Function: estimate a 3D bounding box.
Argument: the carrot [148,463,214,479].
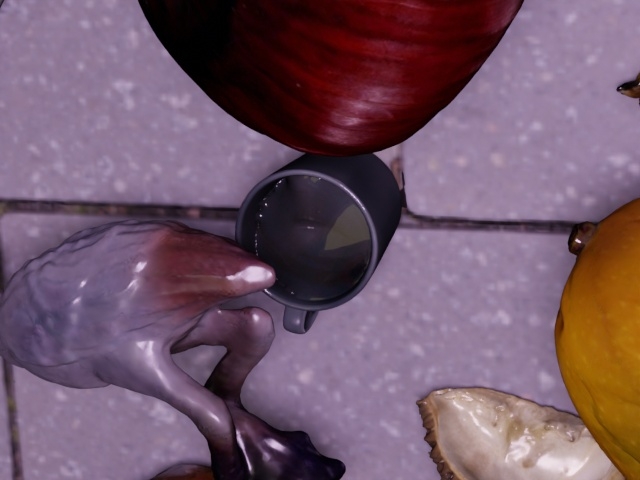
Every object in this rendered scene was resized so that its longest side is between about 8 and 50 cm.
[{"bbox_3d":[-0.063,0.285,1.181,0.258,0.100,0.307,-5,102,15],"label":"carrot"}]

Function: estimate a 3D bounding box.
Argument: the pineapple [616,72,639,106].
[{"bbox_3d":[0.295,-0.101,0.908,0.334,0.158,0.161,-39,94,23],"label":"pineapple"}]

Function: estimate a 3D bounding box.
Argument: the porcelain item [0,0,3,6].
[{"bbox_3d":[-0.208,-0.100,1.109,0.021,0.075,0.136,32,113,4],"label":"porcelain item"}]

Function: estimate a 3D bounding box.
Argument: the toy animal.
[{"bbox_3d":[-0.131,0.044,1.093,0.324,0.090,0.195,30,124,20],"label":"toy animal"}]

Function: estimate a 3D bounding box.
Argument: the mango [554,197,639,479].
[{"bbox_3d":[0.279,0.086,0.975,0.359,0.144,0.187,22,87,-5],"label":"mango"}]

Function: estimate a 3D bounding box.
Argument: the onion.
[{"bbox_3d":[-0.021,-0.177,0.922,0.285,0.273,0.273,5,114,-23],"label":"onion"}]

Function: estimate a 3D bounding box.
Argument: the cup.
[{"bbox_3d":[0.000,0.000,1.077,0.078,0.077,0.100,18,111,11],"label":"cup"}]

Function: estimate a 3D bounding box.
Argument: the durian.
[{"bbox_3d":[0.109,0.125,1.099,0.130,0.052,0.066,18,109,11],"label":"durian"}]
